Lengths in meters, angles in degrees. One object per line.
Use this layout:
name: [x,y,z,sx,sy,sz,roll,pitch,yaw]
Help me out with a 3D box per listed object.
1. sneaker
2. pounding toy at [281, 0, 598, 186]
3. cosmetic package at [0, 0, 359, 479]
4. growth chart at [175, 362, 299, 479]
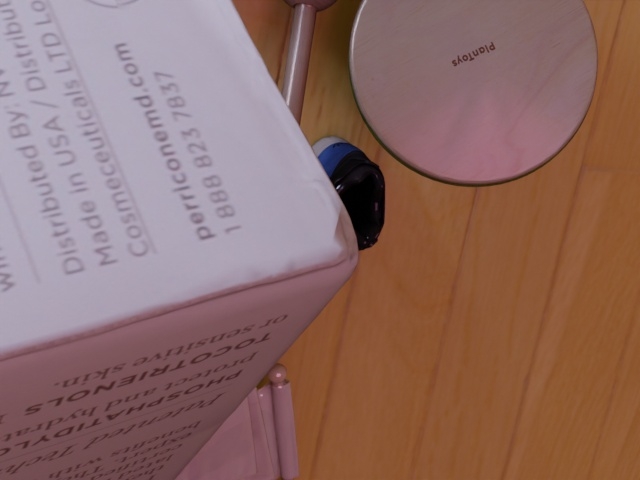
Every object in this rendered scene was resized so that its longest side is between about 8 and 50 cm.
sneaker: [-0.001,0.000,1.011,0.058,0.084,0.152,24,98,-31]
pounding toy: [0.079,-0.130,0.990,0.237,0.110,0.182,3,89,-6]
cosmetic package: [-0.248,-0.005,0.629,0.327,0.329,0.393,-16,160,-30]
growth chart: [-0.122,0.178,1.042,0.237,0.021,0.172,-10,127,-22]
